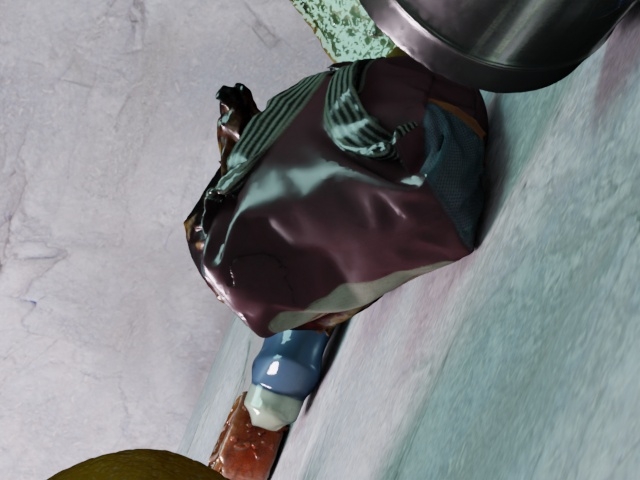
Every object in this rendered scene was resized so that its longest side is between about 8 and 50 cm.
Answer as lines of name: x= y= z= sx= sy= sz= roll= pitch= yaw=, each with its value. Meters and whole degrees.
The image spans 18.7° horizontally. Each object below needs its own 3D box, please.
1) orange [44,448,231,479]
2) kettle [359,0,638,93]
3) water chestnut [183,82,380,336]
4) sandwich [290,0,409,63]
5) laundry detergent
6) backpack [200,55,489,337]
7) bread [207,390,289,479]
orange: x=-0.163 y=0.359 z=1.715 sx=0.357 sy=0.322 sz=0.322 roll=-98 pitch=31 yaw=-68
kettle: x=0.207 y=-0.301 z=1.426 sx=0.321 sy=0.228 sz=0.324 roll=-35 pitch=-9 yaw=-34
water chestnut: x=-0.029 y=-0.052 z=2.148 sx=0.300 sy=0.300 sz=0.300 roll=-158 pitch=90 yaw=-84
sandwich: x=0.092 y=-0.326 z=2.247 sx=0.273 sy=0.095 sz=0.249 roll=-51 pitch=54 yaw=26
laundry detergent: x=-0.016 y=0.100 z=2.385 sx=0.143 sy=0.094 sz=0.289 roll=-160 pitch=89 yaw=-78
backpack: x=0.038 y=-0.078 z=1.878 sx=0.283 sy=0.197 sz=0.317 roll=-17 pitch=31 yaw=25
bread: x=-0.097 y=0.273 z=2.521 sx=0.160 sy=0.073 sz=0.160 roll=-156 pitch=90 yaw=-87
